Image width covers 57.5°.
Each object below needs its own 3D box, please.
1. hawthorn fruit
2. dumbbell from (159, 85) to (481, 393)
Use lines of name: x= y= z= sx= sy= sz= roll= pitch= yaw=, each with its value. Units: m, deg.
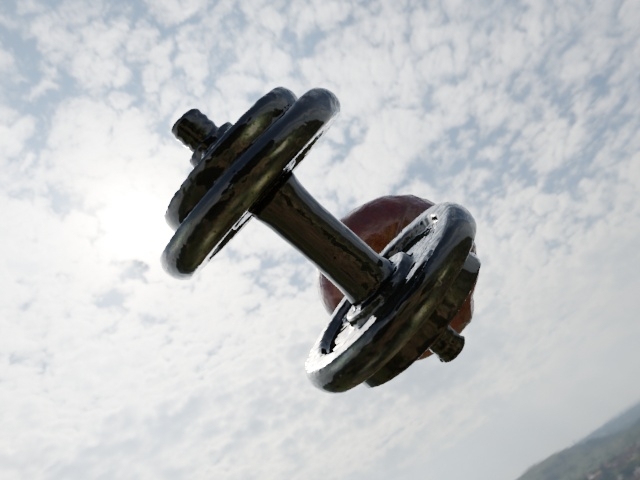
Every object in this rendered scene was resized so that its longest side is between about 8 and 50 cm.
hawthorn fruit: x=0.124 y=0.048 z=0.868 sx=0.242 sy=0.242 sz=0.272 roll=-44 pitch=-8 yaw=17
dumbbell: x=0.000 y=0.000 z=0.466 sx=0.192 sy=0.290 sz=0.192 roll=-49 pitch=5 yaw=6
